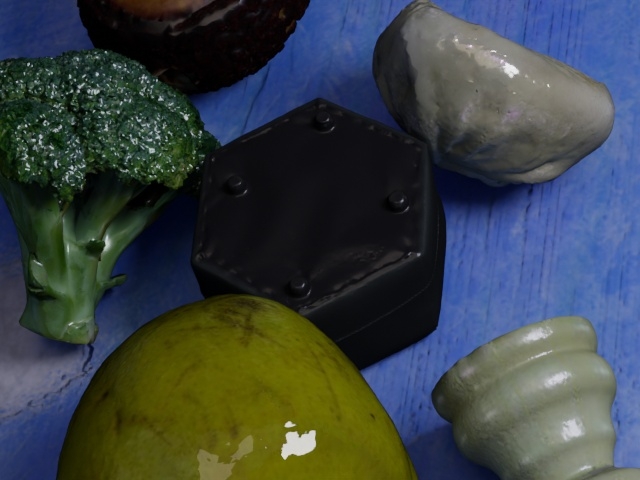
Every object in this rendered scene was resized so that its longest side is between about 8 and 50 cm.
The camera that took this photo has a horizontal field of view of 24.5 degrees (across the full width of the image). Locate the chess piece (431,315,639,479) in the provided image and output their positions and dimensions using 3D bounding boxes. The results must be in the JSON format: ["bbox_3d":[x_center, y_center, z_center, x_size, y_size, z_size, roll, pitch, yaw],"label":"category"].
[{"bbox_3d":[0.200,0.201,1.142,0.144,0.144,0.251,-23,63,-3],"label":"chess piece"}]

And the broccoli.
[{"bbox_3d":[-0.211,-0.042,1.341,0.269,0.269,0.254,-37,16,-12],"label":"broccoli"}]

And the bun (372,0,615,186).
[{"bbox_3d":[0.143,-0.122,1.320,0.231,0.231,0.133,27,99,25],"label":"bun"}]

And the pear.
[{"bbox_3d":[-0.069,0.181,1.125,0.287,0.287,0.375,-16,35,2],"label":"pear"}]

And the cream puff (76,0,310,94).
[{"bbox_3d":[-0.121,-0.250,1.457,0.239,0.165,0.239,-6,61,11],"label":"cream puff"}]

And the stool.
[{"bbox_3d":[0.000,0.000,1.292,0.232,0.141,0.232,-5,58,9],"label":"stool"}]
